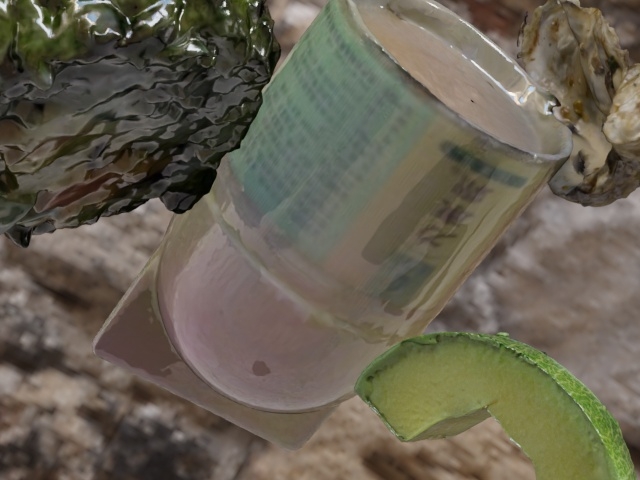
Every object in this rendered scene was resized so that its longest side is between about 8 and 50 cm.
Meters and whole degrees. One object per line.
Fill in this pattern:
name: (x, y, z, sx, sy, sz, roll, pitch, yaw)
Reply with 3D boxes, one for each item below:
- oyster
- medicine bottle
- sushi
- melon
oyster: (0.238, -0.130, 1.404, 0.094, 0.166, 0.294, 2, 39, -12)
medicine bottle: (0.000, 0.000, 1.399, 0.236, 0.406, 0.235, 31, 25, -16)
sushi: (-0.193, -0.122, 1.142, 0.294, 0.352, 0.178, -17, 76, -17)
melon: (0.133, 0.127, 1.159, 0.209, 0.118, 0.064, 41, 24, 25)
